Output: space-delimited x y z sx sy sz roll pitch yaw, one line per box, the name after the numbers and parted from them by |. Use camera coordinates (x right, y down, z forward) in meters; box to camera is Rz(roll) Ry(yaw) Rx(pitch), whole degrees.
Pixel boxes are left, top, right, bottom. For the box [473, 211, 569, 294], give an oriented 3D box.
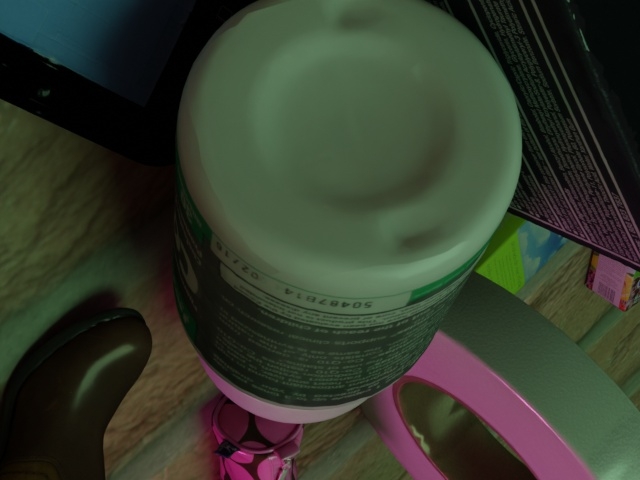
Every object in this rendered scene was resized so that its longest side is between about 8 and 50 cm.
0.203 0.009 1.416 0.178 0.042 0.109 -43 147 -17 | box

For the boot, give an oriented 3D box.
-0.143 0.215 0.944 0.264 0.280 0.096 -49 147 -8 | boot

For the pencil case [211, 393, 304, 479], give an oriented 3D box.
-0.050 0.226 1.244 0.095 0.098 0.209 -36 144 -26 | pencil case

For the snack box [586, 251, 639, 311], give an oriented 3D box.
0.418 -0.039 1.622 0.174 0.070 0.207 -30 139 -32 | snack box

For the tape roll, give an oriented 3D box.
0.163 0.178 1.206 0.072 0.392 0.392 -42 146 -19 | tape roll

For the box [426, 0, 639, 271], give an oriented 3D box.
0.154 -0.160 0.907 0.183 0.294 0.296 -46 130 -14 | box

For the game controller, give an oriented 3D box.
-0.145 -0.156 0.799 0.166 0.067 0.319 -57 148 5 | game controller

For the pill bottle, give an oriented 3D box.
0.000 0.000 0.918 0.204 0.204 0.361 -40 167 -20 | pill bottle
